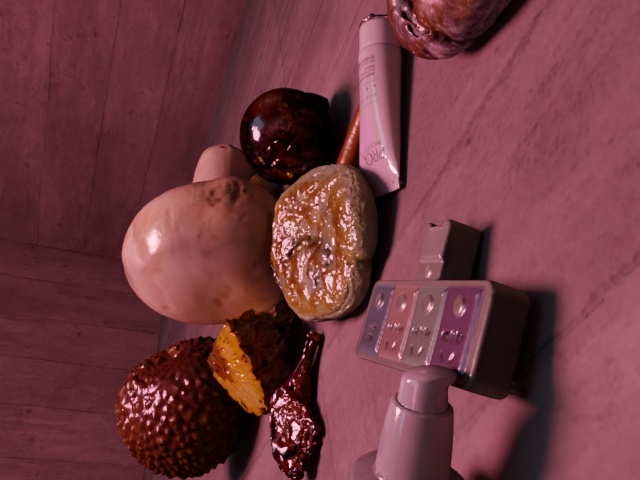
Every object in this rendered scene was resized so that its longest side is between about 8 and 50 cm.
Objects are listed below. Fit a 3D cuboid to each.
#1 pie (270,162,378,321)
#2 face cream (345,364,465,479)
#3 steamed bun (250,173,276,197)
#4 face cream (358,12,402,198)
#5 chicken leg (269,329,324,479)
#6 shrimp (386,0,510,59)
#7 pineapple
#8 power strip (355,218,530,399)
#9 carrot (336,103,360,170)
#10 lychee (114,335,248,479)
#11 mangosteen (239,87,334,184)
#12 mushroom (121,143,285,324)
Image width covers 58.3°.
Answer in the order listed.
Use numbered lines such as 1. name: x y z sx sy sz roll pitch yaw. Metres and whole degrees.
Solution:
1. pie: 0.000 0.000 0.797 0.240 0.054 0.240 -8 80 56
2. face cream: 0.065 0.215 0.442 0.101 0.101 0.251 -149 64 -70
3. steamed bun: -0.197 -0.019 1.269 0.273 0.166 0.232 122 154 -45
4. face cream: 0.078 -0.174 0.758 0.092 0.058 0.243 158 115 -62
5. chicken leg: -0.031 0.237 0.830 0.093 0.053 0.205 -28 57 37
6. shrimp: 0.157 -0.304 0.511 0.343 0.116 0.145 132 130 -55
7. pineapple: -0.082 0.198 0.955 0.140 0.164 0.249 48 141 17
8. power strip: 0.112 0.057 0.531 0.216 0.061 0.145 -8 64 69
9. carrot: 0.041 -0.113 0.840 0.043 0.043 0.247 -122 48 -64
10. lychee: -0.258 0.333 1.129 0.267 0.268 0.267 -168 90 -71
11. mangosteen: -0.053 -0.186 0.980 0.172 0.172 0.184 -55 10 49
12. mushroom: -0.184 -0.020 1.040 0.314 0.314 0.336 122 157 -46
